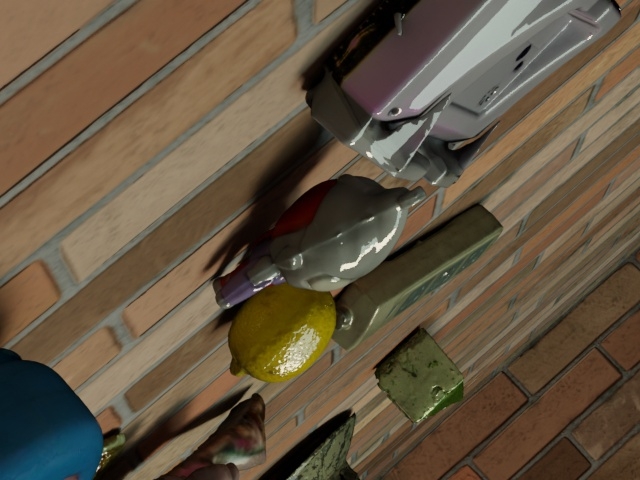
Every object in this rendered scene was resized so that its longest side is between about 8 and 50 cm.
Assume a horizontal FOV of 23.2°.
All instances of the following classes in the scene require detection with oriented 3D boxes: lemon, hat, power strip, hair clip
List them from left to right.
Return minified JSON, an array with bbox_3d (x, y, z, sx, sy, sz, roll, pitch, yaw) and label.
[{"bbox_3d":[-0.131,0.230,1.517,0.173,0.069,0.300,-31,177,33],"label":"hair clip"},{"bbox_3d":[-0.034,0.077,1.324,0.111,0.082,0.082,-50,167,2],"label":"lemon"},{"bbox_3d":[-0.002,0.384,2.288,0.265,0.128,0.265,-45,177,-3],"label":"hat"},{"bbox_3d":[0.107,0.033,1.680,0.286,0.048,0.080,-31,164,-45],"label":"power strip"}]

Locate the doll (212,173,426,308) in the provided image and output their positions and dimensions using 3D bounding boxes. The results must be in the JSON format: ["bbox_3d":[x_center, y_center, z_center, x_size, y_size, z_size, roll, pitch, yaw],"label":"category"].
[{"bbox_3d":[0.000,0.000,1.133,0.227,0.075,0.102,-25,-173,46],"label":"doll"}]

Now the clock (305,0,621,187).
[{"bbox_3d":[0.103,-0.127,1.059,0.186,0.083,0.253,-46,167,13],"label":"clock"}]

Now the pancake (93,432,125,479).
[{"bbox_3d":[-0.211,0.207,1.360,0.108,0.017,0.108,-43,167,-13],"label":"pancake"}]

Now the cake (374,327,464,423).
[{"bbox_3d":[0.168,0.183,2.221,0.099,0.100,0.235,-45,167,15],"label":"cake"}]

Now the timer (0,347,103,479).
[{"bbox_3d":[-0.287,0.209,0.917,0.309,0.115,0.340,-32,163,-43],"label":"timer"}]
